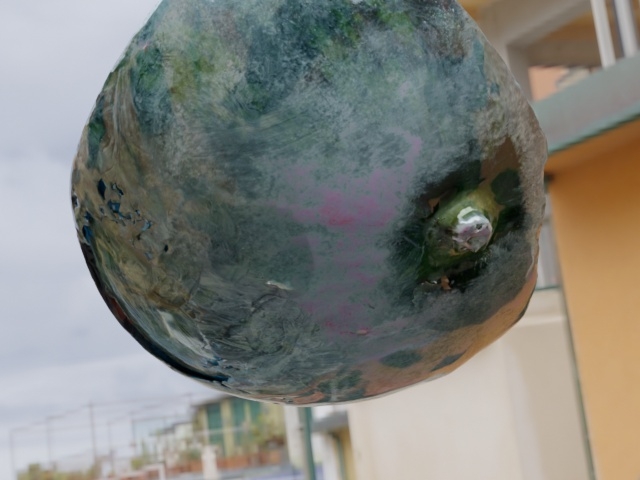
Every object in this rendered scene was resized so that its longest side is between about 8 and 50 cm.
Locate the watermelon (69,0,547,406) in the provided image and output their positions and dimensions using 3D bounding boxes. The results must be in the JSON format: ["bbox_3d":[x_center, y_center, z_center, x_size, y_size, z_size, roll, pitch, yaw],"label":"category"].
[{"bbox_3d":[0.005,0.001,0.664,0.175,0.188,0.321,21,-31,44],"label":"watermelon"}]
